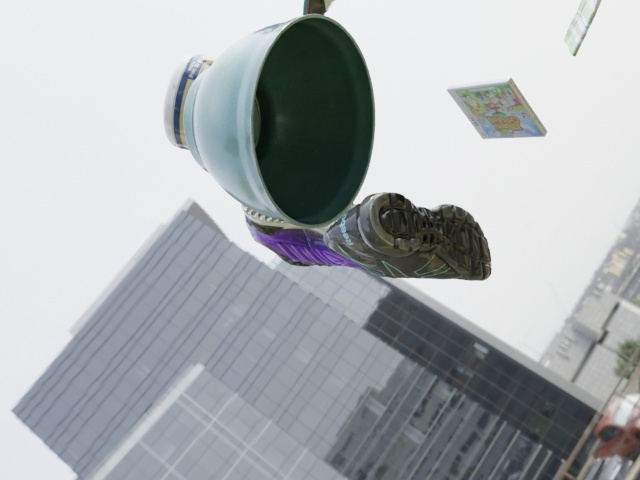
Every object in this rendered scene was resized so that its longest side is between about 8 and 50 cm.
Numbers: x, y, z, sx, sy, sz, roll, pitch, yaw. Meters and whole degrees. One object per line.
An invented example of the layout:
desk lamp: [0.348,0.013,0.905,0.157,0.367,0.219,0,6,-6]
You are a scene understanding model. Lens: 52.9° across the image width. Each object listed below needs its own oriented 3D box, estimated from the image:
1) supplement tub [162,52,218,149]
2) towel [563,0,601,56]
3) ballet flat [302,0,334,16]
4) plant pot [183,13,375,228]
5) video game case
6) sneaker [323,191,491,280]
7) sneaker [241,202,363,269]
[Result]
supplement tub: [-0.179,-0.294,1.499,0.228,0.316,0.228,14,-90,-83]
towel: [0.618,-0.525,1.518,0.113,0.023,0.152,-75,0,-54]
ballet flat: [0.009,-0.575,1.354,0.095,0.096,0.281,-72,-14,-49]
plant pot: [-0.075,-0.175,0.955,0.293,0.196,0.293,-17,-69,-52]
video game case: [0.452,-0.335,1.660,0.193,0.212,0.023,44,-107,-29]
sneaker: [0.122,0.002,0.841,0.267,0.106,0.101,17,-120,-39]
sneaker: [0.000,-0.001,1.158,0.146,0.293,0.102,97,-163,-53]
